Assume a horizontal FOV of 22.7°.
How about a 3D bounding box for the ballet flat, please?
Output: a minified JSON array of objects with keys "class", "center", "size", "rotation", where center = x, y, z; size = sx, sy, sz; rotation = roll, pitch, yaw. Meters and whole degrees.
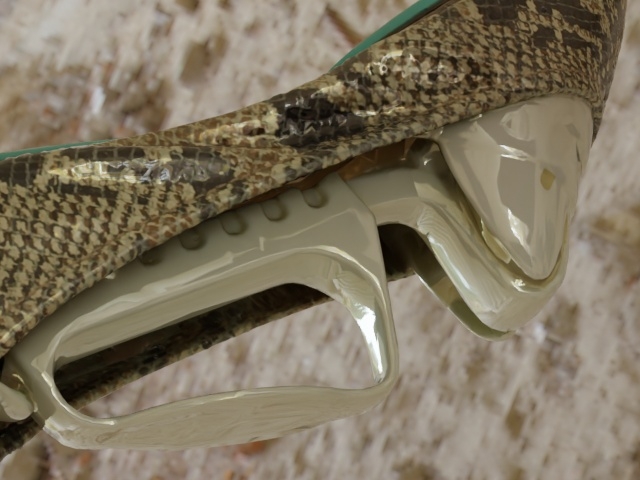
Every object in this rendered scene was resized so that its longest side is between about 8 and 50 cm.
[{"class":"ballet flat","center":[0.000,0.000,0.769],"size":[0.182,0.483,0.164],"rotation":[53,150,28]}]
